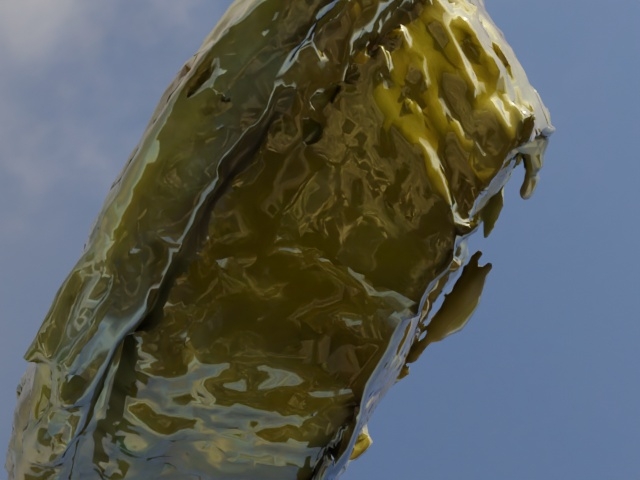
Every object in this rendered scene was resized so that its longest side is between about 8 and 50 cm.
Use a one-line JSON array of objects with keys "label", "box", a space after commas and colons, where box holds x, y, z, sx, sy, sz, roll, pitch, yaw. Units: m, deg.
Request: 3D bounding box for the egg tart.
[{"label": "egg tart", "box": [0.000, 0.000, 0.760, 0.120, 0.315, 0.315, 31, -116, 8]}]
